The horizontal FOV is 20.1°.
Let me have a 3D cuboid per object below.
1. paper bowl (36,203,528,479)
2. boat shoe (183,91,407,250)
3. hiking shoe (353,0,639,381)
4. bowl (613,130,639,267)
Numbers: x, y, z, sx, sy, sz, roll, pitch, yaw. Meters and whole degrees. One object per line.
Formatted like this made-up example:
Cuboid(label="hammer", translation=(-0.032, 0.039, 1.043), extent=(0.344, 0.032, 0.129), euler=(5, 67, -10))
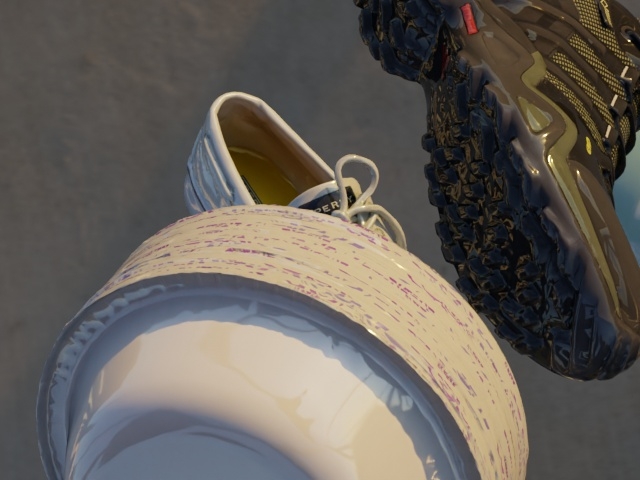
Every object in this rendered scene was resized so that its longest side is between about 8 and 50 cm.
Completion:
Cuboid(label="paper bowl", translation=(-0.032, 0.133, 1.051), extent=(0.284, 0.148, 0.284), euler=(11, 121, 18))
Cuboid(label="boat shoe", translation=(0.007, -0.003, 1.565), extent=(0.367, 0.136, 0.156), euler=(54, 147, 33))
Cuboid(label="hiking shoe", translation=(0.097, -0.051, 0.713), extent=(0.086, 0.114, 0.227), euler=(116, 142, -53))
Cuboid(label="bowl", translation=(0.369, -0.031, 1.817), extent=(0.311, 0.311, 0.163), euler=(-64, 32, 12))
